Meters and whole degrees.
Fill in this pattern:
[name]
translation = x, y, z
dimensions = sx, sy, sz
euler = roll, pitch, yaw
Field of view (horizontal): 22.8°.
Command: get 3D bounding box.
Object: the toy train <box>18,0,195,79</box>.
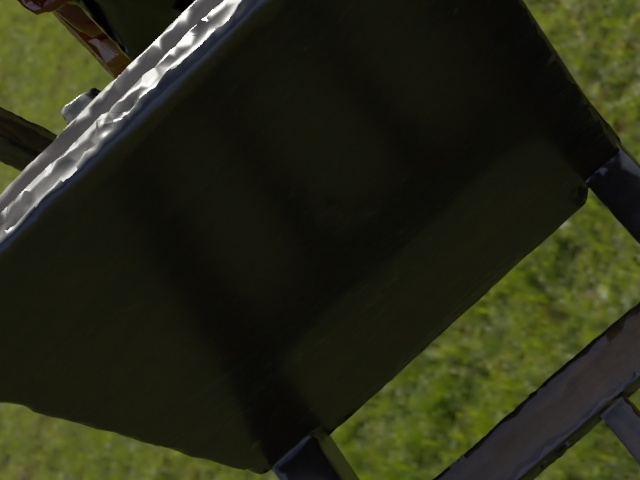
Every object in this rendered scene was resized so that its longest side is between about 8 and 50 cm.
[toy train]
translation = -0.144, -0.224, 0.719
dimensions = 0.163, 0.369, 0.232
euler = -33, 31, 16

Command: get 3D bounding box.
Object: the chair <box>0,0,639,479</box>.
[chair]
translation = 0.000, 0.000, 0.505
dimensions = 0.203, 0.240, 0.416
euler = -42, 56, 10
